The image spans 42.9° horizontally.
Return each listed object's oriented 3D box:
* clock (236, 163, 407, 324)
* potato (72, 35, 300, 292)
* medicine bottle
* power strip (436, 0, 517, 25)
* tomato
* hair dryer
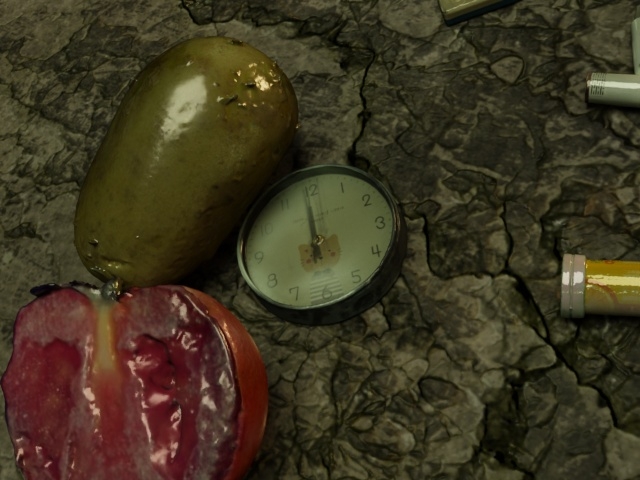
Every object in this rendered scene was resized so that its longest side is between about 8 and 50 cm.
[{"bbox_3d":[0.000,0.000,1.062,0.226,0.049,0.226,-9,59,15],"label":"clock"},{"bbox_3d":[-0.187,-0.100,1.078,0.219,0.270,0.359,34,89,-13],"label":"potato"},{"bbox_3d":[0.375,0.053,0.886,0.218,0.074,0.074,1,61,18],"label":"medicine bottle"},{"bbox_3d":[0.236,-0.364,1.201,0.123,0.032,0.056,-17,58,8],"label":"power strip"},{"bbox_3d":[-0.205,0.193,0.953,0.334,0.176,0.290,-4,80,22],"label":"tomato"},{"bbox_3d":[0.439,-0.247,1.059,0.155,0.044,0.183,11,62,22],"label":"hair dryer"}]
